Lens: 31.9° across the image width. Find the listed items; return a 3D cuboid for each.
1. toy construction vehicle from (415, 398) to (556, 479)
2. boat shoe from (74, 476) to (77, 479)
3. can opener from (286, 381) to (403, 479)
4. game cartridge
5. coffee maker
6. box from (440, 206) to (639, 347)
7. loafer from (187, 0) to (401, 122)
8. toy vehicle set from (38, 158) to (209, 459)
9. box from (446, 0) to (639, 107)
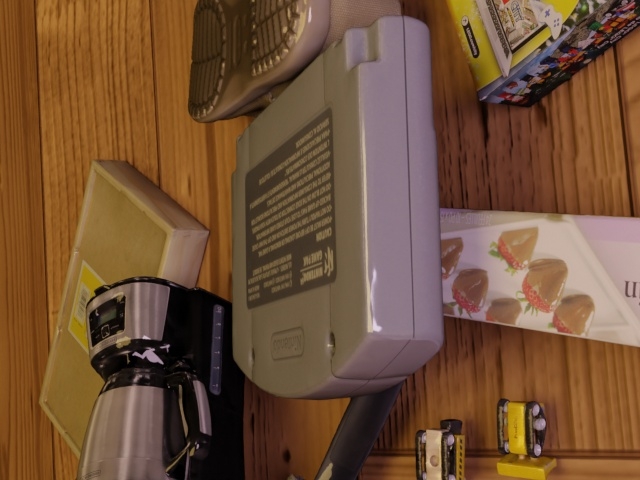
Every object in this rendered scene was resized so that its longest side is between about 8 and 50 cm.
[{"bbox_3d":[0.101,0.140,0.661,0.086,0.035,0.098,-5,88,41],"label":"toy construction vehicle"},{"bbox_3d":[-0.160,0.336,0.917,0.120,0.123,0.323,16,102,48],"label":"boat shoe"},{"bbox_3d":[0.023,0.138,0.749,0.059,0.073,0.186,-79,7,-73],"label":"can opener"},{"bbox_3d":[0.000,0.000,0.702,0.297,0.062,0.198,157,109,-71],"label":"game cartridge"},{"bbox_3d":[-0.110,0.138,0.846,0.120,0.171,0.178,-11,54,15],"label":"coffee maker"},{"bbox_3d":[0.161,0.020,0.557,0.324,0.067,0.063,6,93,53],"label":"box"},{"bbox_3d":[-0.028,-0.132,0.789,0.268,0.092,0.101,-173,87,-68],"label":"loafer"},{"bbox_3d":[-0.188,0.077,1.027,0.166,0.035,0.266,38,118,46],"label":"toy vehicle set"},{"bbox_3d":[0.122,-0.215,0.630,0.159,0.044,0.233,-37,61,46],"label":"box"}]
